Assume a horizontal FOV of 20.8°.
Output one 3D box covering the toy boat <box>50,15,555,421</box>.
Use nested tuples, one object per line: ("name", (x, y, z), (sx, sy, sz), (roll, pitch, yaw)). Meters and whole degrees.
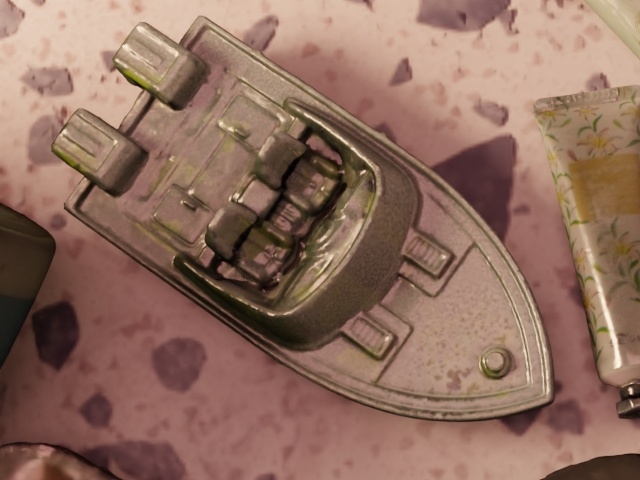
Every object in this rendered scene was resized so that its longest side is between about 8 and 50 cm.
("toy boat", (0.000, 0.000, 0.988), (0.319, 0.092, 0.141), (34, 88, 15))

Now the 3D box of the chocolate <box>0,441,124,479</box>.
("chocolate", (-0.181, 0.243, 0.976), (0.157, 0.080, 0.254), (27, 76, 21))

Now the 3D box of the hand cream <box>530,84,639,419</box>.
("hand cream", (0.166, 0.003, 0.985), (0.067, 0.042, 0.194), (-11, 72, 9))

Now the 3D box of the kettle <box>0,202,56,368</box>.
("kettle", (-0.315, 0.109, 0.920), (0.247, 0.319, 0.342), (25, 90, -20))

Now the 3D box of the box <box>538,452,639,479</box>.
("box", (0.101, 0.321, 0.884), (0.350, 0.091, 0.359), (-29, 75, 13))

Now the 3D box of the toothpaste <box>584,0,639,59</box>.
("toothpaste", (0.218, -0.101, 1.001), (0.060, 0.038, 0.233), (-43, 77, 3))
